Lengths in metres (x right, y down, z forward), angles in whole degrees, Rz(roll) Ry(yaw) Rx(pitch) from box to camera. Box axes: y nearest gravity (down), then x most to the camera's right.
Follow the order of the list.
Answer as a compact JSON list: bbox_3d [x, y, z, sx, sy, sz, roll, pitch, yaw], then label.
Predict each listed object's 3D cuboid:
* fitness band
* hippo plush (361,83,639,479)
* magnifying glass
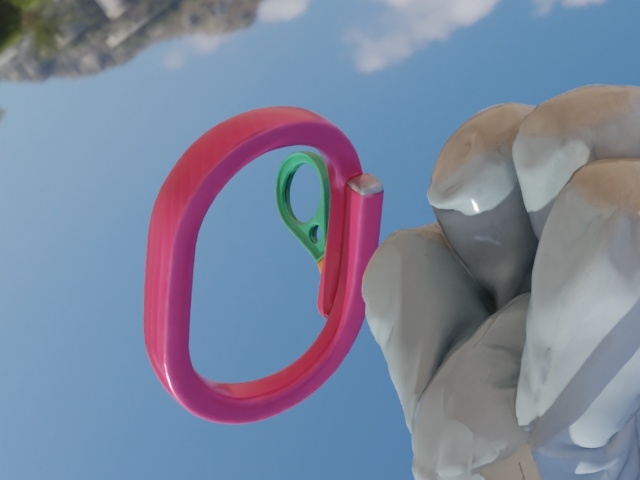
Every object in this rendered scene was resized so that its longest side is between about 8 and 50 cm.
[{"bbox_3d":[-0.049,0.027,1.161,0.209,0.291,0.054,-13,-146,-31],"label":"fitness band"},{"bbox_3d":[0.173,0.072,0.669,0.234,0.236,0.294,-51,-151,39],"label":"hippo plush"},{"bbox_3d":[0.000,0.000,1.581,0.026,0.231,0.092,0,150,-40],"label":"magnifying glass"}]
